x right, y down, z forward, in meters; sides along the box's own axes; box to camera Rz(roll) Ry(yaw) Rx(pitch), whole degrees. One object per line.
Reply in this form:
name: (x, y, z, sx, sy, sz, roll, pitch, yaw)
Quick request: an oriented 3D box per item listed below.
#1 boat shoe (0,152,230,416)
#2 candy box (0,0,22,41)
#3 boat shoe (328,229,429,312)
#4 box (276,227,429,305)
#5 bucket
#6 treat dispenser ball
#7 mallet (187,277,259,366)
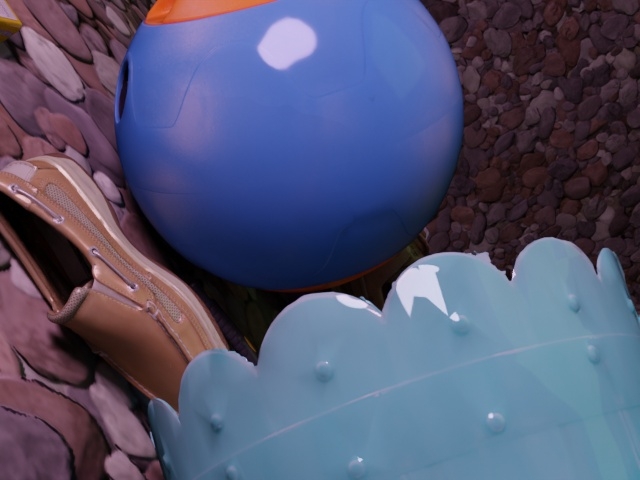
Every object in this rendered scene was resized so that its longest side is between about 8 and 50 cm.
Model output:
boat shoe: (-0.127, 0.036, 0.471, 0.190, 0.068, 0.072, 47, 22, 2)
candy box: (-0.297, -0.233, 0.567, 0.206, 0.027, 0.105, 56, 13, -3)
boat shoe: (0.065, 0.012, 0.874, 0.121, 0.110, 0.341, -20, 104, -51)
box: (0.018, -0.007, 0.954, 0.293, 0.057, 0.201, 48, 53, -41)
bucket: (0.059, 0.141, 0.420, 0.281, 0.281, 0.183, 37, 31, -62)
treat dispenser ball: (-0.025, -0.099, 0.688, 0.288, 0.288, 0.288, 54, 11, -15)
mallet: (-0.048, 0.111, 0.671, 0.190, 0.039, 0.062, 51, 8, -11)
